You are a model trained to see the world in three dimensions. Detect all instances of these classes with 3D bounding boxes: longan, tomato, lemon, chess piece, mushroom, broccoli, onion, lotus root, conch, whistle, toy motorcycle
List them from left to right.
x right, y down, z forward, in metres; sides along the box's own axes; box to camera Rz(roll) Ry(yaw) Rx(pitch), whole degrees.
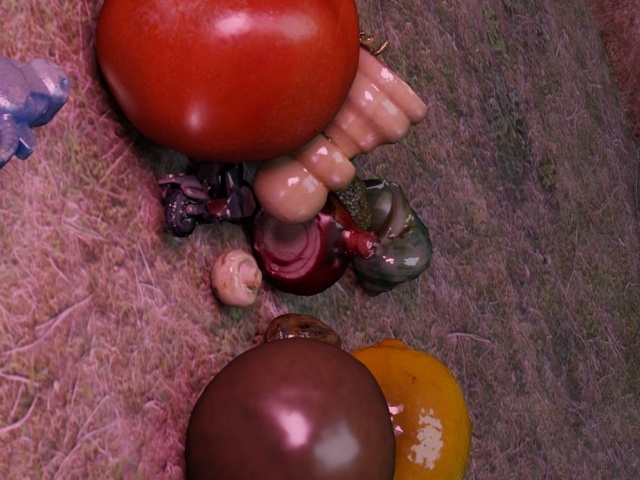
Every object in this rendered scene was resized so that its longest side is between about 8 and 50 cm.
[{"bbox_3d":[-0.377,-0.156,1.466,0.180,0.093,0.269,57,30,9],"label":"whistle"},{"bbox_3d":[-0.152,-0.073,1.824,0.213,0.082,0.122,-17,98,-62],"label":"toy motorcycle"},{"bbox_3d":[-0.126,-0.257,1.730,0.341,0.341,0.273,-48,152,-53],"label":"tomato"},{"bbox_3d":[-0.115,0.054,1.866,0.083,0.067,0.084,12,76,-63],"label":"mushroom"},{"bbox_3d":[-0.033,0.271,1.742,0.297,0.297,0.297,25,61,-54],"label":"longan"},{"bbox_3d":[-0.026,0.154,1.970,0.081,0.089,0.179,-57,153,9],"label":"lotus root"},{"bbox_3d":[0.005,-0.004,1.964,0.135,0.198,0.173,-36,130,-63],"label":"onion"},{"bbox_3d":[0.013,-0.135,1.841,0.143,0.261,0.143,44,1,-1],"label":"chess piece"},{"bbox_3d":[0.019,-0.051,2.087,0.131,0.130,0.120,52,-1,-28],"label":"broccoli"},{"bbox_3d":[0.102,-0.006,2.199,0.175,0.122,0.188,-5,83,-41],"label":"conch"},{"bbox_3d":[0.099,0.293,1.976,0.260,0.260,0.284,40,30,-47],"label":"lemon"}]

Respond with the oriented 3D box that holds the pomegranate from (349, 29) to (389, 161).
[{"bbox_3d":[-0.002,-0.220,1.974,0.211,0.263,0.211,35,24,-18],"label":"pomegranate"}]
